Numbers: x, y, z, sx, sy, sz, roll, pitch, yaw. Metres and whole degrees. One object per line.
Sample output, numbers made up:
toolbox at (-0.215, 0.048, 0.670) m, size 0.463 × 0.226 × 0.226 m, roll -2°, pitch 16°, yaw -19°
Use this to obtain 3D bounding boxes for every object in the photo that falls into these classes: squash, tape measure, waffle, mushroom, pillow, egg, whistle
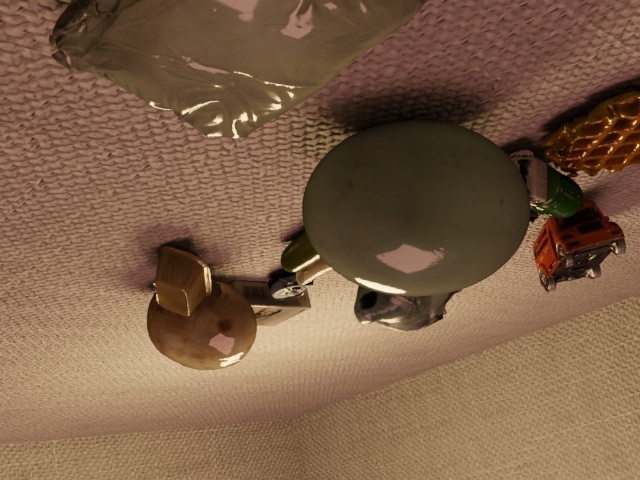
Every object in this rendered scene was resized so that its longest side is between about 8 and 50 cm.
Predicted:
squash at (0.000, 0.000, 1.738) m, size 0.066 × 0.066 × 0.252 m, roll 1°, pitch 157°, yaw -38°
tape measure at (-0.072, 0.100, 2.007) m, size 0.094 × 0.054 × 0.091 m, roll -4°, pitch 154°, yaw -33°
waffle at (0.553, -0.192, 1.554) m, size 0.302 × 0.068 × 0.325 m, roll -27°, pitch 156°, yaw 35°
mushroom at (-0.252, 0.174, 1.893) m, size 0.255 × 0.254 × 0.184 m, roll -25°, pitch -159°, yaw 33°
pillow at (-0.096, -0.228, 0.891) m, size 0.310 × 0.138 × 0.283 m, roll -29°, pitch 148°, yaw 36°
mushroom at (0.020, 0.046, 1.898) m, size 0.209 × 0.071 × 0.084 m, roll -26°, pitch -173°, yaw 40°
egg at (0.154, -0.050, 1.362) m, size 0.389 × 0.276 × 0.276 m, roll 0°, pitch 158°, yaw -32°
whistle at (0.242, 0.046, 1.793) m, size 0.405 × 0.188 × 0.168 m, roll -15°, pitch 139°, yaw -9°

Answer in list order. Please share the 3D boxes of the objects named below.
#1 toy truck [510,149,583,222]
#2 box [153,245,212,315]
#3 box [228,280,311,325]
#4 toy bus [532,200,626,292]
toy truck at (0.402, -0.094, 1.640) m, size 0.125 × 0.101 × 0.243 m, roll -2°, pitch 171°, yaw 34°
box at (-0.271, 0.074, 1.714) m, size 0.111 × 0.111 × 0.177 m, roll -10°, pitch 153°, yaw -11°
box at (-0.156, 0.154, 2.090) m, size 0.233 × 0.067 × 0.150 m, roll 6°, pitch 155°, yaw -45°
toy bus at (0.592, 0.009, 2.047) m, size 0.143 × 0.153 × 0.329 m, roll -15°, pitch 163°, yaw 0°
